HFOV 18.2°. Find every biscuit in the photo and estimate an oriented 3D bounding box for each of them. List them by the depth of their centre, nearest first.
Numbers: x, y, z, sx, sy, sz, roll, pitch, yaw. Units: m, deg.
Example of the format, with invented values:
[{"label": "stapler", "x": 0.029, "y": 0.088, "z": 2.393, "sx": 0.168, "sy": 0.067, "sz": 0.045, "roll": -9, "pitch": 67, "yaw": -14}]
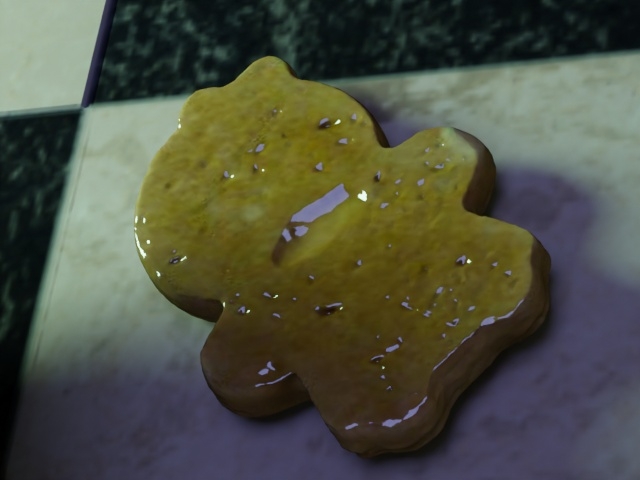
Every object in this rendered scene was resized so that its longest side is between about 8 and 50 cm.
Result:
[{"label": "biscuit", "x": -0.001, "y": 0.006, "z": 0.735, "sx": 0.184, "sy": 0.027, "sz": 0.133, "roll": 23, "pitch": 71, "yaw": 35}]
